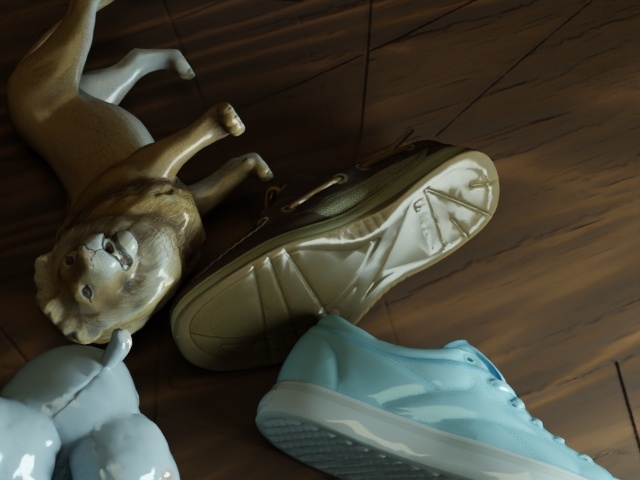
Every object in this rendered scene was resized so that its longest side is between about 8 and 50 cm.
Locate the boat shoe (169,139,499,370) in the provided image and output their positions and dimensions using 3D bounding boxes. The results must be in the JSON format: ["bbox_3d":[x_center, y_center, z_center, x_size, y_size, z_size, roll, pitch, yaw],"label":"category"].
[{"bbox_3d":[0.000,0.000,1.253,0.342,0.123,0.123,-32,37,-16],"label":"boat shoe"}]

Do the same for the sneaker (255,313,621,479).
[{"bbox_3d":[0.137,0.157,1.144,0.366,0.135,0.150,22,62,6],"label":"sneaker"}]

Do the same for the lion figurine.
[{"bbox_3d":[-0.207,-0.086,1.271,0.240,0.142,0.392,-34,51,-4],"label":"lion figurine"}]

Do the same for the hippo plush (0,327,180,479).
[{"bbox_3d":[-0.251,0.189,1.074,0.236,0.234,0.294,-20,65,-47],"label":"hippo plush"}]
